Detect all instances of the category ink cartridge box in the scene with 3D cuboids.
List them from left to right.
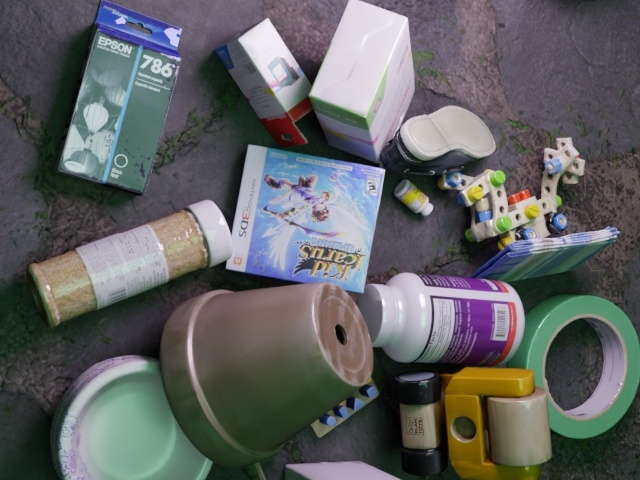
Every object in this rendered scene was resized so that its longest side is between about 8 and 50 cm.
[{"bbox_3d":[-0.359,-0.261,1.773,0.165,0.065,0.333,15,84,-23],"label":"ink cartridge box"},{"bbox_3d":[-0.088,-0.293,1.855,0.078,0.134,0.231,-40,107,-19],"label":"ink cartridge box"},{"bbox_3d":[0.089,-0.284,1.882,0.119,0.353,0.207,21,81,12],"label":"ink cartridge box"}]

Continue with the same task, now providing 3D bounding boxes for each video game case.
[{"bbox_3d":[-0.029,-0.039,1.875,0.269,0.061,0.244,10,88,-1],"label":"video game case"}]

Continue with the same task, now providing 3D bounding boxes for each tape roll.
[{"bbox_3d":[0.573,0.281,2.201,0.321,0.077,0.321,-1,92,-25],"label":"tape roll"}]

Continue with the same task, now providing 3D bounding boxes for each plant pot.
[{"bbox_3d":[-0.074,0.207,1.716,0.323,0.280,0.323,40,37,-40],"label":"plant pot"}]

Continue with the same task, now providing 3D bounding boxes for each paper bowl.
[{"bbox_3d":[-0.338,0.347,1.749,0.284,0.148,0.284,0,91,-24],"label":"paper bowl"}]

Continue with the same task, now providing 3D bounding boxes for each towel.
[{"bbox_3d":[0.470,0.037,2.087,0.285,0.209,0.034,-8,70,-23],"label":"towel"}]

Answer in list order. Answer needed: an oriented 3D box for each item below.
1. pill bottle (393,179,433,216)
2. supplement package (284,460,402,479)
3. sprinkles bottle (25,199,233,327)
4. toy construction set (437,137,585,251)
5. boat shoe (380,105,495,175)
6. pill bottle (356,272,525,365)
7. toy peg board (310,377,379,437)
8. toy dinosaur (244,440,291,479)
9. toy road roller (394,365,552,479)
[{"bbox_3d":[0.195,-0.086,2.037,0.083,0.043,0.043,39,76,-21],"label":"pill bottle"},{"bbox_3d":[0.062,0.536,1.855,0.177,0.293,0.175,3,90,-24],"label":"supplement package"},{"bbox_3d":[-0.338,0.038,1.755,0.355,0.121,0.121,-22,100,-22],"label":"sprinkles bottle"},{"bbox_3d":[0.423,-0.093,2.094,0.327,0.151,0.215,-21,88,-20],"label":"toy construction set"},{"bbox_3d":[0.239,-0.189,2.001,0.340,0.113,0.127,-21,77,-54],"label":"boat shoe"},{"bbox_3d":[0.240,0.161,1.989,0.323,0.181,0.181,6,89,-24],"label":"pill bottle"},{"bbox_3d":[0.034,0.290,1.955,0.161,0.079,0.160,-32,104,-20],"label":"toy peg board"},{"bbox_3d":[-0.130,0.396,1.894,0.118,0.064,0.268,-42,116,-21],"label":"toy dinosaur"},{"bbox_3d":[0.315,0.345,1.968,0.240,0.329,0.202,-17,103,-59],"label":"toy road roller"}]
